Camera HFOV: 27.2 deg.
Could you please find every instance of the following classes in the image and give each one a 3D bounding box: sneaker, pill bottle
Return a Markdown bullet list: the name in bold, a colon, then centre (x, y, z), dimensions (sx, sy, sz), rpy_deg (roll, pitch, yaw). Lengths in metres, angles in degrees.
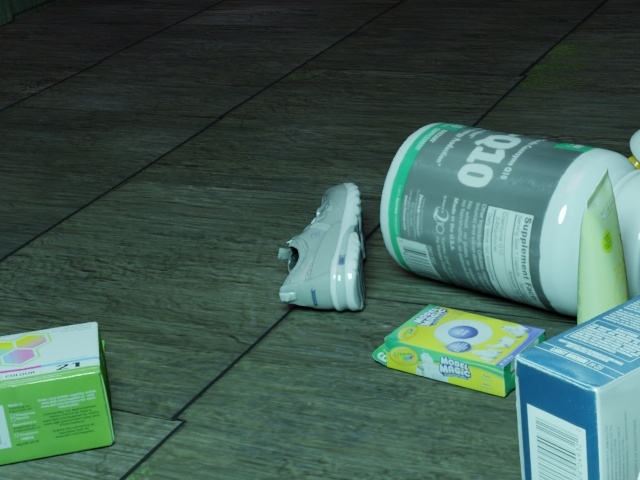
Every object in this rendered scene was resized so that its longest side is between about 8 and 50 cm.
- **sneaker**: centre (0.000, 0.000, 1.757), dimensions (0.115, 0.105, 0.281), rpy_deg (-4, 23, 5)
- **pill bottle**: centre (0.269, -0.022, 1.619), dimensions (0.361, 0.204, 0.204), rpy_deg (15, 30, 39)

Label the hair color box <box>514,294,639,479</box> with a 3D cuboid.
- **hair color box**: centre (0.345, 0.139, 1.253), dimensions (0.347, 0.174, 0.105), rpy_deg (-20, 25, -31)

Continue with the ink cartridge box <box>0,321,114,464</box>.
- **ink cartridge box**: centre (-0.339, 0.146, 1.502), dimensions (0.188, 0.097, 0.255), rpy_deg (-9, 24, -8)

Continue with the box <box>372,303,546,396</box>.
- **box**: centre (0.156, 0.121, 1.515), dimensions (0.179, 0.043, 0.105), rpy_deg (9, 26, 35)

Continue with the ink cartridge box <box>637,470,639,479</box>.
- **ink cartridge box**: centre (0.348, 0.201, 0.917), dimensions (0.261, 0.066, 0.296), rpy_deg (-3, 44, 35)

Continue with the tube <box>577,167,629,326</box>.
- **tube**: centre (0.296, 0.052, 1.387), dimensions (0.062, 0.240, 0.070), rpy_deg (-14, 23, -13)

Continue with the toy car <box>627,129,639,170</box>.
- **toy car**: centre (0.481, -0.078, 1.813), dimensions (0.182, 0.159, 0.136), rpy_deg (-21, 62, -33)
